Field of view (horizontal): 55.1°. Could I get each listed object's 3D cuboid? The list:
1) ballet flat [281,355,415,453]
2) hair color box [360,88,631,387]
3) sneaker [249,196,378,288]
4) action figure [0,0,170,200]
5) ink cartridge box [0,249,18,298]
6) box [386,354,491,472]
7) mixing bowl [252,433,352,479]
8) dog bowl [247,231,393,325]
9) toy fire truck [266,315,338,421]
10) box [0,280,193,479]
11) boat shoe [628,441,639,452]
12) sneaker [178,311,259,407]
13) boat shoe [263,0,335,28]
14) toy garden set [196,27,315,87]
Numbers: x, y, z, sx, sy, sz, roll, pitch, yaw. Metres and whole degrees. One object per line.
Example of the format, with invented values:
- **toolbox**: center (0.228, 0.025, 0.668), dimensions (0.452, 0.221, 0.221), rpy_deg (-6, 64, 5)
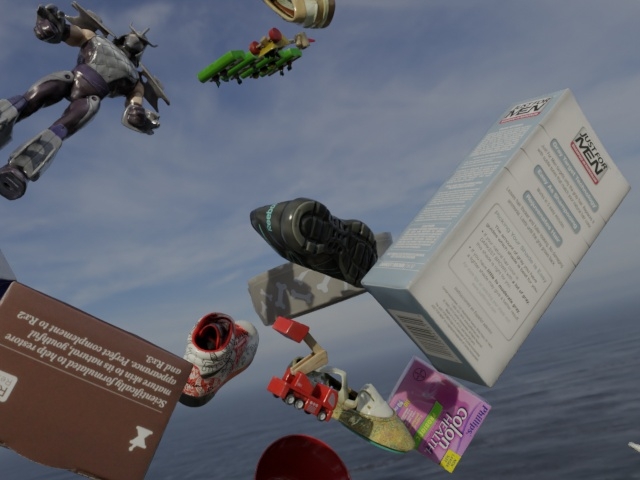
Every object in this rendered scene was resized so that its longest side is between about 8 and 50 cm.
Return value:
- **ballet flat**: center (0.063, 0.364, 1.403), dimensions (0.348, 0.123, 0.123), rpy_deg (20, 6, 25)
- **hair color box**: center (0.249, -0.011, 0.839), dimensions (0.374, 0.185, 0.113), rpy_deg (-48, 20, -19)
- **sneaker**: center (0.000, 0.000, 0.952), dimensions (0.106, 0.101, 0.267), rpy_deg (4, -19, 36)
- **action figure**: center (-0.285, -0.171, 0.718), dimensions (0.285, 0.185, 0.099), rpy_deg (-56, 12, -32)
- **ink cartridge box**: center (-0.692, 0.000, 1.099), dimensions (0.175, 0.371, 0.069), rpy_deg (-21, 16, 4)
- **box**: center (0.313, 0.481, 1.720), dimensions (0.213, 0.243, 0.117), rpy_deg (-58, -7, 0)
- **mixing bowl**: center (-0.045, 0.424, 1.010), dimensions (0.181, 0.181, 0.098), rpy_deg (-6, -31, -38)
- **dog bowl**: center (0.008, 0.089, 1.324), dimensions (0.348, 0.102, 0.349), rpy_deg (-20, -7, -3)
- **toy fire truck**: center (-0.027, 0.234, 1.108), dimensions (0.192, 0.135, 0.047), rpy_deg (38, -16, -35)
- **box**: center (-0.309, 0.163, 0.705), dimensions (0.191, 0.143, 0.381), rpy_deg (31, -22, -21)
- **boat shoe**: center (0.442, 0.240, 0.700), dimensions (0.136, 0.367, 0.156), rpy_deg (39, -48, -25)
- **sneaker**: center (-0.178, 0.190, 1.179), dimensions (0.090, 0.145, 0.270), rpy_deg (25, 28, 12)
- **boat shoe**: center (-0.064, -0.317, 0.733), dimensions (0.072, 0.190, 0.068), rpy_deg (-20, -37, -37)
- **toy garden set**: center (-0.108, -0.383, 1.306), dimensions (0.203, 0.049, 0.244), rpy_deg (-20, 4, 37)
